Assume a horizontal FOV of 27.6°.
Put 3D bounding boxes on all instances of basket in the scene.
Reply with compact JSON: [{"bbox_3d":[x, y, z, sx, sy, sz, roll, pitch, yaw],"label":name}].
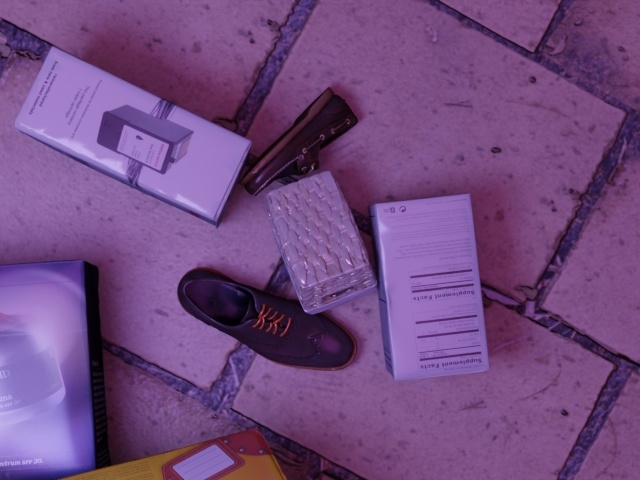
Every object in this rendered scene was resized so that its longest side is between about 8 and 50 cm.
[{"bbox_3d":[0.000,0.000,1.804,0.113,0.103,0.167,-20,71,-4],"label":"basket"}]

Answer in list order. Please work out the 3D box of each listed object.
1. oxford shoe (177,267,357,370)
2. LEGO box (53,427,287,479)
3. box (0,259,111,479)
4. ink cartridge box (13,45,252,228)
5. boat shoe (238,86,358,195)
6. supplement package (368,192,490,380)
[{"bbox_3d":[-0.076,0.118,1.826,0.271,0.098,0.096,20,88,-3],"label":"oxford shoe"},{"bbox_3d":[-0.277,0.486,1.631,0.500,0.193,0.372,-13,125,-18],"label":"LEGO box"},{"bbox_3d":[-0.439,0.181,1.720,0.296,0.183,0.294,-5,85,-4],"label":"box"},{"bbox_3d":[-0.244,-0.134,1.765,0.289,0.211,0.121,25,87,-4],"label":"ink cartridge box"},{"bbox_3d":[-0.026,-0.127,1.816,0.073,0.073,0.207,48,66,-8],"label":"boat shoe"},{"bbox_3d":[0.149,0.063,1.818,0.134,0.139,0.244,-6,91,-2],"label":"supplement package"}]
